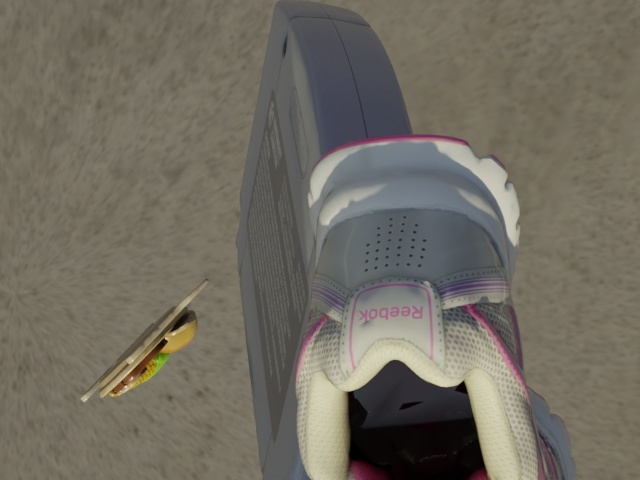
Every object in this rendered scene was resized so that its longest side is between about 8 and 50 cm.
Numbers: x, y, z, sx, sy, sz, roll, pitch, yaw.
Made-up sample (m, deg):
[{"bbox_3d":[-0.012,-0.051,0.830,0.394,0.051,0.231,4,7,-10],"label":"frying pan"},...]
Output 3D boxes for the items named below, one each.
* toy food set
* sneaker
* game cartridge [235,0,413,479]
[{"bbox_3d":[-0.167,0.113,1.439,0.038,0.192,0.132,45,62,-4],"label":"toy food set"},{"bbox_3d":[0.040,0.087,0.570,0.103,0.111,0.252,-6,128,18],"label":"sneaker"},{"bbox_3d":[0.000,0.000,0.776,0.062,0.297,0.198,9,124,-14],"label":"game cartridge"}]
